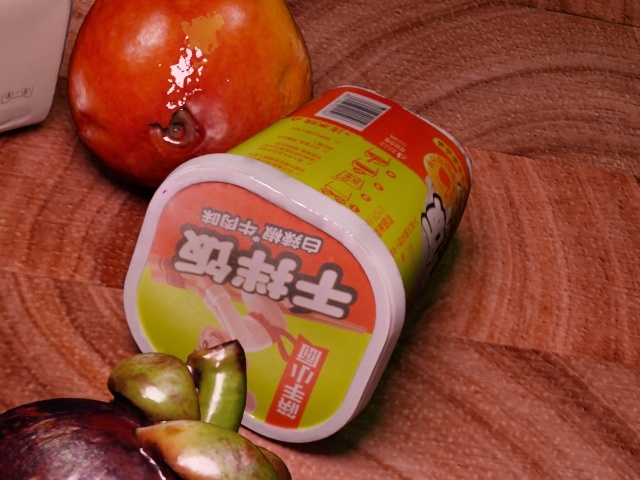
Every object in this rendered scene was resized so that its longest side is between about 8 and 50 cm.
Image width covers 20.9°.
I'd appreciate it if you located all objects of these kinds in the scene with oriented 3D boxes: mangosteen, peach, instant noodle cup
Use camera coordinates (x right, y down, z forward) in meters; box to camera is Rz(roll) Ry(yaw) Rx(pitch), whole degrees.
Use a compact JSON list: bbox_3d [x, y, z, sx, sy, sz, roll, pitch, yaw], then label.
[{"bbox_3d":[-0.166,0.243,1.327,0.311,0.311,0.311,11,41,-10],"label":"mangosteen"},{"bbox_3d":[-0.136,-0.175,1.866,0.281,0.238,0.281,13,41,-11],"label":"peach"},{"bbox_3d":[0.000,0.000,1.730,0.294,0.294,0.308,30,35,12],"label":"instant noodle cup"}]

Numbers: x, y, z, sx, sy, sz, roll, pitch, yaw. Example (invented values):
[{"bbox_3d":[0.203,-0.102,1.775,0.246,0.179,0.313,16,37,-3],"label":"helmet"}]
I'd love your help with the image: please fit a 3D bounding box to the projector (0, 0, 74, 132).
[{"bbox_3d":[-0.432,-0.242,1.816,0.249,0.248,0.248,-19,53,-36],"label":"projector"}]
